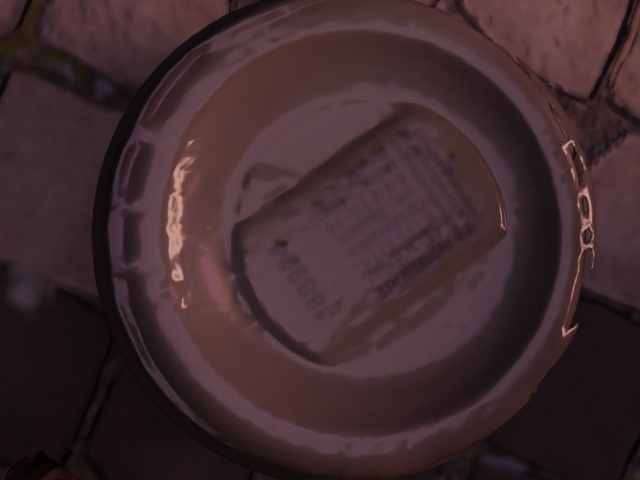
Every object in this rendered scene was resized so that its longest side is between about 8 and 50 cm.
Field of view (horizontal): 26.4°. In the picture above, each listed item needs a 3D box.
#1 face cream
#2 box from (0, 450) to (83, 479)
[{"bbox_3d":[0.000,0.000,0.534,0.177,0.153,0.177,0,89,-9],"label":"face cream"},{"bbox_3d":[-0.095,0.165,0.525,0.135,0.151,0.151,37,85,3],"label":"box"}]
